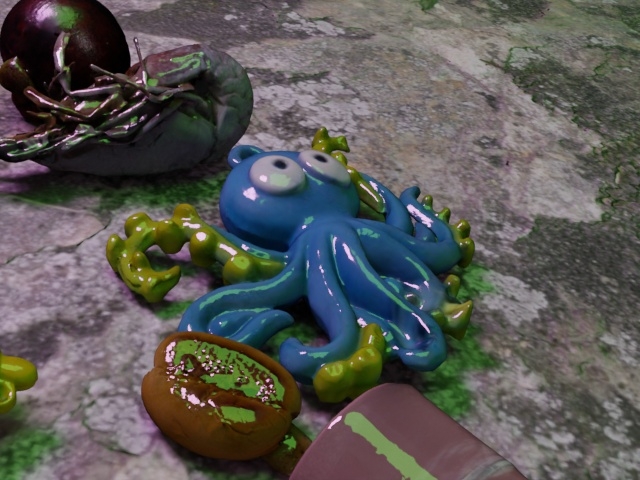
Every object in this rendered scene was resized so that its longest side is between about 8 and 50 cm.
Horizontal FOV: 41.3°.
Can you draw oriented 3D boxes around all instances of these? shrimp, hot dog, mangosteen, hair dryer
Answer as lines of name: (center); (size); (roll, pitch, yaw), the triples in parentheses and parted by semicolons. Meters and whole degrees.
shrimp: (-0.226, -0.128, 0.862); (0.343, 0.145, 0.116); (-14, 39, -25)
hot dog: (-0.064, 0.121, 0.625); (0.140, 0.060, 0.090); (14, 46, 12)
mangosteen: (-0.290, -0.200, 0.942); (0.152, 0.152, 0.152); (9, 34, -6)
hair dryer: (0.009, 0.244, 0.445); (0.352, 0.125, 0.210); (-31, 54, -34)

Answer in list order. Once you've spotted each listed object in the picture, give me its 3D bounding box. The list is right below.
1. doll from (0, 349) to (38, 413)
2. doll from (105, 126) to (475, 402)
doll: (-0.314, 0.066, 0.589); (0.241, 0.098, 0.135); (21, 12, 10)
doll: (0.000, 0.000, 0.785); (0.346, 0.098, 0.341); (-17, 42, -33)
